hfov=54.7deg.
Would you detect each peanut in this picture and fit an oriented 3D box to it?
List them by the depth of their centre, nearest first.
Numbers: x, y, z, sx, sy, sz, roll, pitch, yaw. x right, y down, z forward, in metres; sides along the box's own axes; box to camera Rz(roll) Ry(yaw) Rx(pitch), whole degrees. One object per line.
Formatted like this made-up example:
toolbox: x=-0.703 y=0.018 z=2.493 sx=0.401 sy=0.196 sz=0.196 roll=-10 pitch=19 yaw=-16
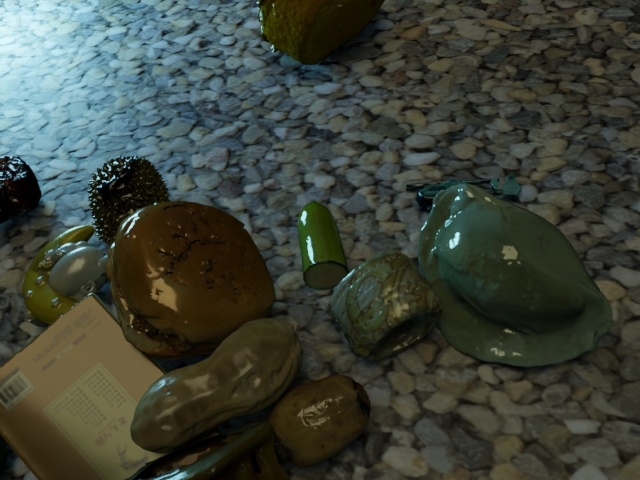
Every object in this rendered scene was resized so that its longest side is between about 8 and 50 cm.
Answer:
peanut: x=-0.167 y=0.242 z=1.025 sx=0.313 sy=0.149 sz=0.149 roll=-26 pitch=55 yaw=-14

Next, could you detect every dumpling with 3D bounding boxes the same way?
dumpling: x=0.320 y=0.049 z=1.090 sx=0.270 sy=0.211 sz=0.320 roll=-24 pitch=45 yaw=-3

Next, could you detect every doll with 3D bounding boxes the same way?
doll: x=-0.510 y=0.075 z=1.284 sx=0.252 sy=0.111 sz=0.237 roll=-43 pitch=47 yaw=-13

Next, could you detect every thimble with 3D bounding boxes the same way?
thimble: x=0.111 y=0.121 z=1.122 sx=0.191 sy=0.137 sz=0.143 roll=-32 pitch=56 yaw=2

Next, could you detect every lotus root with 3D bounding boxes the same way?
lotus root: x=-0.019 y=0.307 z=1.034 sx=0.221 sy=0.118 sz=0.125 roll=-26 pitch=41 yaw=-5

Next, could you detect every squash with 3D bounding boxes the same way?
squash: x=0.000 y=0.000 z=1.256 sx=0.095 sy=0.095 sz=0.187 roll=-11 pitch=50 yaw=3

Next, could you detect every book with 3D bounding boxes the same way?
book: x=-0.374 y=0.311 z=1.064 sx=0.269 sy=0.032 sz=0.389 roll=-41 pitch=80 yaw=-18

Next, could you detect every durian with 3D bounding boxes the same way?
durian: x=-0.431 y=-0.091 z=1.363 sx=0.194 sy=0.137 sz=0.237 roll=-30 pitch=58 yaw=-10

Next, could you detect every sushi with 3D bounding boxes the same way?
sushi: x=-0.743 y=-0.120 z=1.439 sx=0.151 sy=0.153 sz=0.172 roll=-28 pitch=32 yaw=-30

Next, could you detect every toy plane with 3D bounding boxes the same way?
toy plane: x=0.294 y=-0.095 z=1.287 sx=0.235 sy=0.060 sz=0.096 roll=-2 pitch=43 yaw=14

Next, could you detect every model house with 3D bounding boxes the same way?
model house: x=-0.168 y=0.434 z=0.940 sx=0.268 sy=0.173 sz=0.239 roll=-19 pitch=90 yaw=-4

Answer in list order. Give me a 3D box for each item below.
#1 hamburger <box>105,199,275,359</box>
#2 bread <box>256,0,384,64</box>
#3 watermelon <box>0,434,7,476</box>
hamburger: x=-0.238 y=0.067 z=1.159 sx=0.284 sy=0.174 sz=0.304 roll=-5 pitch=56 yaw=-39
bread: x=0.014 y=-0.612 z=1.545 sx=0.358 sy=0.337 sz=0.204 roll=-42 pitch=83 yaw=-15
watermelon: x=-0.673 y=0.385 z=1.093 sx=0.204 sy=0.127 sz=0.232 roll=-36 pitch=52 yaw=-10
